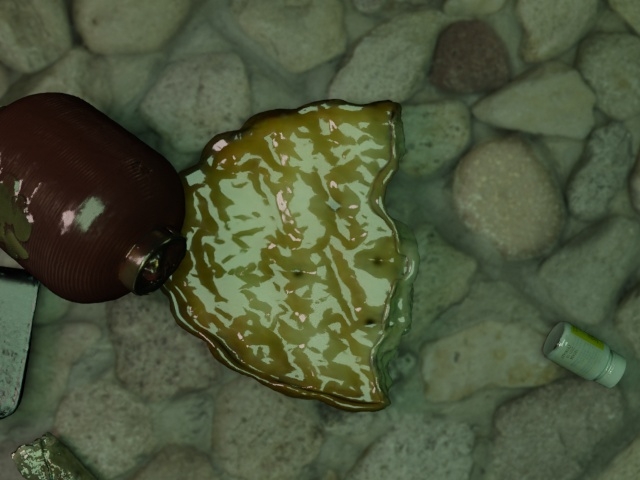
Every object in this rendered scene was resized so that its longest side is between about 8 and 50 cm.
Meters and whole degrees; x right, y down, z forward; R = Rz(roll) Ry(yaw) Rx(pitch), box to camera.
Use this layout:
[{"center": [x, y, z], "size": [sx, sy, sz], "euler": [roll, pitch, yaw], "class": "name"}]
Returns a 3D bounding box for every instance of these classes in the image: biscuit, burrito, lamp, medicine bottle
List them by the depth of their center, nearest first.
[{"center": [-0.239, -0.036, 0.984], "size": [0.258, 0.180, 0.180], "euler": [37, 87, 17], "class": "lamp"}, {"center": [-0.256, 0.274, 1.065], "size": [0.051, 0.042, 0.171], "euler": [-44, 96, -13], "class": "burrito"}, {"center": [0.000, 0.000, 1.070], "size": [0.329, 0.078, 0.335], "euler": [38, 87, -2], "class": "biscuit"}, {"center": [0.294, 0.128, 1.111], "size": [0.083, 0.047, 0.047], "euler": [28, 88, -6], "class": "medicine bottle"}]

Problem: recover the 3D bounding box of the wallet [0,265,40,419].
[{"center": [-0.461, 0.089, 1.040], "size": [0.318, 0.045, 0.172], "euler": [9, 87, -5], "class": "wallet"}]
